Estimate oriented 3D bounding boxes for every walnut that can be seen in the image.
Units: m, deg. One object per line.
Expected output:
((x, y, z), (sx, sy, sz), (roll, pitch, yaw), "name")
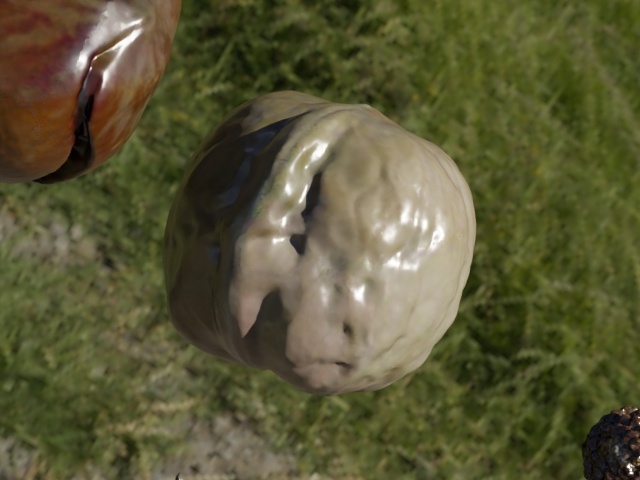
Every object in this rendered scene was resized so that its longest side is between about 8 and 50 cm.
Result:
((-0.002, 0.000, 1.246), (0.248, 0.248, 0.248), (22, 36, -17), "walnut")

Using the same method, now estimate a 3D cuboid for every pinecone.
((0.226, 0.156, 1.144), (0.077, 0.077, 0.083), (40, 7, 9), "pinecone")

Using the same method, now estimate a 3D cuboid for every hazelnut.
((-0.218, -0.158, 1.225), (0.218, 0.218, 0.234), (28, 54, -8), "hazelnut")

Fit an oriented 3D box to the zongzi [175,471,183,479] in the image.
((0.039, 0.347, 0.932), (0.218, 0.467, 0.500), (42, 39, -37), "zongzi")
